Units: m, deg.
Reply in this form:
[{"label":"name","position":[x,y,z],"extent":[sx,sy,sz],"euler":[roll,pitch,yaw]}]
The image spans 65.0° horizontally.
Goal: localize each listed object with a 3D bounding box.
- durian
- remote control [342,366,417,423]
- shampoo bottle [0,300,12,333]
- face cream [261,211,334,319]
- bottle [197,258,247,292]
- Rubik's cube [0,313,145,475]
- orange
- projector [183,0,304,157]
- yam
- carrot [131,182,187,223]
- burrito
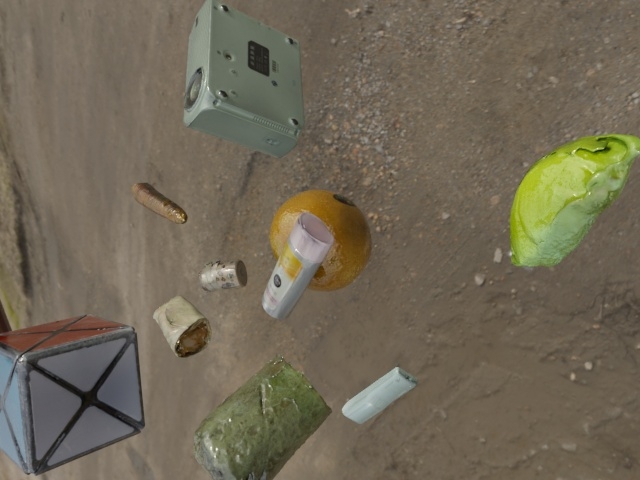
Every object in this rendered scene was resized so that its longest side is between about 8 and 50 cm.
[{"label":"durian","position":[0.359,-0.060,0.731],"extent":[0.139,0.101,0.250],"euler":[-108,34,-45]},{"label":"remote control","position":[0.117,0.313,1.002],"extent":[0.061,0.029,0.162],"euler":[34,118,-23]},{"label":"shampoo bottle","position":[-0.801,0.219,1.241],"extent":[0.102,0.064,0.260],"euler":[40,139,27]},{"label":"face cream","position":[-0.058,0.064,1.155],"extent":[0.107,0.073,0.269],"euler":[51,131,27]},{"label":"bottle","position":[-0.314,0.112,1.574],"extent":[0.152,0.099,0.098],"euler":[-10,105,13]},{"label":"Rubik's cube","position":[-0.572,0.324,1.120],"extent":[0.259,0.255,0.259],"euler":[-1,97,43]},{"label":"orange","position":[0.000,0.000,1.328],"extent":[0.274,0.274,0.274],"euler":[20,122,35]},{"label":"projector","position":[-0.139,-0.301,0.935],"extent":[0.108,0.198,0.250],"euler":[-29,55,47]},{"label":"yam","position":[-0.133,0.410,1.109],"extent":[0.195,0.300,0.195],"euler":[32,144,27]},{"label":"carrot","position":[-0.459,-0.102,1.443],"extent":[0.314,0.066,0.066],"euler":[29,128,42]},{"label":"burrito","position":[-0.462,0.288,1.692],"extent":[0.299,0.143,0.105],"euler":[26,130,55]}]
